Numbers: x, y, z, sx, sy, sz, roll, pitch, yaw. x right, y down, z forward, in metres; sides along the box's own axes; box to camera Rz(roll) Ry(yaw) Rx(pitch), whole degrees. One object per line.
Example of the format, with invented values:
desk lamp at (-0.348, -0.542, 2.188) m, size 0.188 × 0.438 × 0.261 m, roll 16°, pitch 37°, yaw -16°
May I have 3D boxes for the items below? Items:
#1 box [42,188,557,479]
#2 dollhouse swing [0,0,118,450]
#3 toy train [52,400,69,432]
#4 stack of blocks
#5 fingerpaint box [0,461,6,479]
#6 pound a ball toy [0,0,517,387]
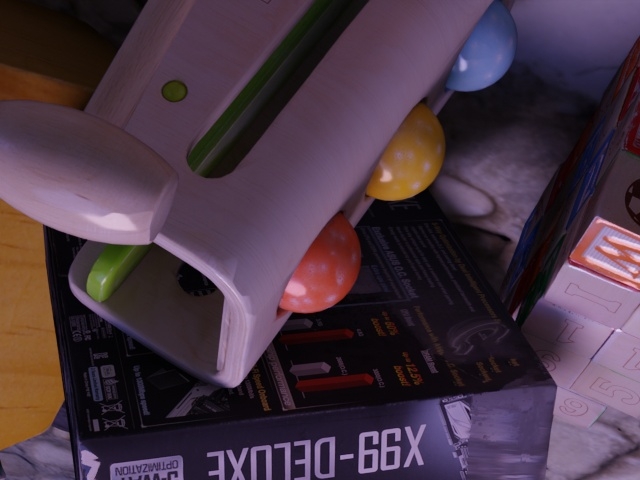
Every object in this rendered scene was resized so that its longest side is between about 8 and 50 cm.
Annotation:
box at (-0.032, 0.041, 0.833) m, size 0.242 × 0.307 × 0.077 m, roll -5°, pitch 120°, yaw -13°
dollhouse swing at (-0.335, -0.057, 1.039) m, size 0.315 × 0.305 × 0.347 m, roll 13°, pitch 118°, yaw -36°
toy train at (-0.249, 0.035, 1.172) m, size 0.333 × 0.190 × 0.142 m, roll 22°, pitch 151°, yaw 5°
stack of blocks at (0.173, 0.007, 0.825) m, size 0.087 × 0.171 × 0.297 m, roll 24°, pitch 152°, yaw 2°
fingerpaint box at (-0.406, 0.012, 0.825) m, size 0.371 × 0.445 × 0.163 m, roll -34°, pitch 159°, yaw 32°
pound a ball toy at (-0.007, -0.069, 0.668) m, size 0.135 × 0.319 × 0.208 m, roll 31°, pitch 152°, yaw 9°
